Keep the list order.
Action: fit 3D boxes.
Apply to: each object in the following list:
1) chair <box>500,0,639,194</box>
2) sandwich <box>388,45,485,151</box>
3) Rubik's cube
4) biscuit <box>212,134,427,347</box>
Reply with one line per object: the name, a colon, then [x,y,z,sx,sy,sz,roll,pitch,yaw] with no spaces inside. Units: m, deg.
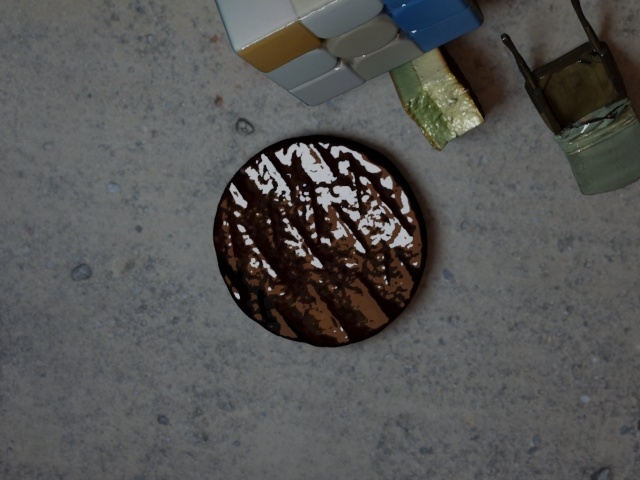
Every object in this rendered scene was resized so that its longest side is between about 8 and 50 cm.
chair: [0.450,-0.241,1.794,0.160,0.319,0.186,-29,51,15]
sandwich: [0.188,-0.275,1.810,0.108,0.186,0.220,-32,94,15]
Rubik's cube: [0.020,-0.465,1.674,0.347,0.344,0.346,-23,75,17]
biscuit: [0.000,0.000,1.964,0.408,0.091,0.407,3,104,13]
